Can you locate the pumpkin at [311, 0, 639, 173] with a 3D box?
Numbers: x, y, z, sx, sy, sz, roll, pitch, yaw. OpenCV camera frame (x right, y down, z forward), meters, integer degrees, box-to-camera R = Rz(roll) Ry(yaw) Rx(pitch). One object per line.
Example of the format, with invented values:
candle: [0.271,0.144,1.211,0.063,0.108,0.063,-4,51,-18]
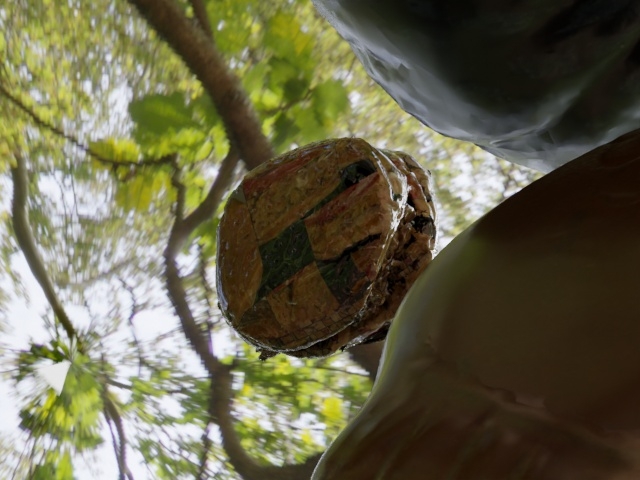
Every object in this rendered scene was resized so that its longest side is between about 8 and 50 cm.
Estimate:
pumpkin: [0.152,-0.206,0.626,0.363,0.266,0.363,-3,-64,-6]

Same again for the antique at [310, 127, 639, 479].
antique: [0.132,0.043,0.386,0.278,0.223,0.129,-39,-57,-28]

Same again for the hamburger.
hamburger: [0.000,0.000,1.178,0.107,0.231,0.231,31,-103,-48]
